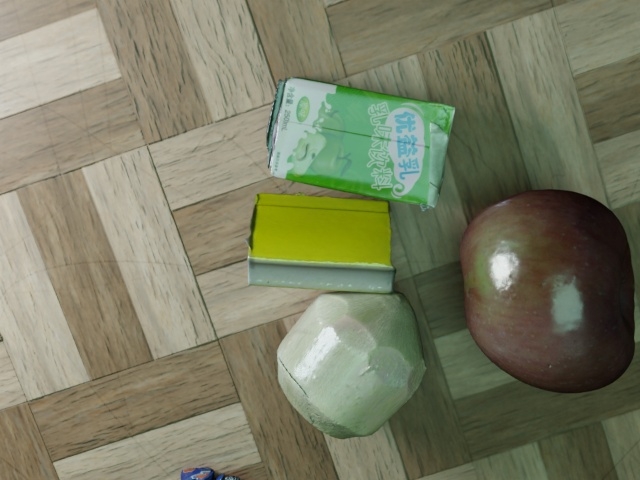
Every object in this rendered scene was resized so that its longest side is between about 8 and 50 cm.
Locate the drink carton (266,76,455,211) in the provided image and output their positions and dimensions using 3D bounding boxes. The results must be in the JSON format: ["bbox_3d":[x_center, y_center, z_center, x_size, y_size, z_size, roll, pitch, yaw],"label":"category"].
[{"bbox_3d":[0.056,-0.148,1.392,0.271,0.108,0.161,10,99,-1],"label":"drink carton"}]

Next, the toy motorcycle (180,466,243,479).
[{"bbox_3d":[-0.215,0.445,1.513,0.205,0.076,0.114,-44,88,9],"label":"toy motorcycle"}]

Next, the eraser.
[{"bbox_3d":[0.000,0.000,1.392,0.226,0.158,0.069,4,134,-1],"label":"eraser"}]

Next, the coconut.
[{"bbox_3d":[0.056,0.177,1.397,0.234,0.224,0.224,-42,97,5],"label":"coconut"}]

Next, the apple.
[{"bbox_3d":[0.333,0.077,1.348,0.235,0.305,0.306,-6,101,26],"label":"apple"}]
